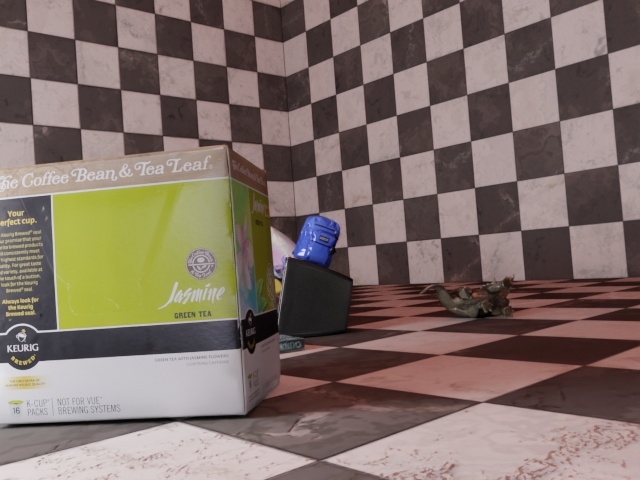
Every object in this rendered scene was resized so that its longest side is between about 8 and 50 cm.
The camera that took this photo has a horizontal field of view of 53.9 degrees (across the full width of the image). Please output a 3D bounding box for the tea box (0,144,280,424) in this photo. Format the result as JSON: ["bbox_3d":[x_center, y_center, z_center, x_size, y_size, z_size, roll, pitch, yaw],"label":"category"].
[{"bbox_3d":[-0.241,0.059,0.851,0.328,0.324,0.220,-4,-2,8],"label":"tea box"}]

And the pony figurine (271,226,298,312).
[{"bbox_3d":[-0.101,0.133,1.806,0.351,0.303,0.363,28,-11,-8],"label":"pony figurine"}]

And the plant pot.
[{"bbox_3d":[-0.015,0.145,1.527,0.166,0.188,0.187,9,-3,-4],"label":"plant pot"}]

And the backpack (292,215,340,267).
[{"bbox_3d":[0.000,0.000,1.566,0.097,0.120,0.101,20,-4,-18],"label":"backpack"}]

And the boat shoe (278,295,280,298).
[{"bbox_3d":[-0.192,0.210,2.094,0.285,0.092,0.103,-8,20,14],"label":"boat shoe"}]

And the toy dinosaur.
[{"bbox_3d":[0.392,0.157,1.615,0.313,0.121,0.160,-8,-12,-19],"label":"toy dinosaur"}]

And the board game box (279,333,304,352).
[{"bbox_3d":[-0.141,0.213,1.258,0.186,0.026,0.126,-3,-2,-27],"label":"board game box"}]
